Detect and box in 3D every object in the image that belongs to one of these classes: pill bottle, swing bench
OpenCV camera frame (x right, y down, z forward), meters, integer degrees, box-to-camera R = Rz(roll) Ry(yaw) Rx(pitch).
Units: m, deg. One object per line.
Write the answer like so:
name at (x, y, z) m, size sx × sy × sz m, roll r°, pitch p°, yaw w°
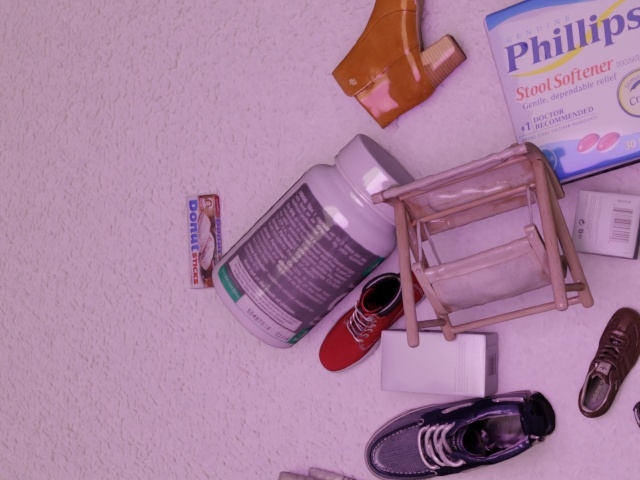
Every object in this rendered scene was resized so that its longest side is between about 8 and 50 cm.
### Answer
pill bottle at (0.000, 0.000, 1.720) m, size 0.361 × 0.204 × 0.204 m, roll -44°, pitch 73°, yaw 16°
swing bench at (0.246, 0.009, 1.514) m, size 0.253 × 0.165 × 0.255 m, roll -17°, pitch 80°, yaw 28°

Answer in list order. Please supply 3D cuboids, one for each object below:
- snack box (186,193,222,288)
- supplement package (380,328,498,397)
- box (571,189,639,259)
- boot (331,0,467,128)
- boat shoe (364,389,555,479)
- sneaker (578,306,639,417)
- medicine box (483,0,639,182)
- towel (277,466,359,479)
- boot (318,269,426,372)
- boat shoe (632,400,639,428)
snack box at (-0.222, 0.002, 1.909) m, size 0.064 × 0.022 × 0.178 m, roll -5°, pitch 86°, yaw 24°
supplement package at (0.202, 0.204, 1.681) m, size 0.179 × 0.105 × 0.105 m, roll 0°, pitch 88°, yaw 22°
box at (0.461, -0.025, 1.593) m, size 0.102 × 0.087 × 0.101 m, roll 8°, pitch 91°, yaw 23°
boot at (0.098, -0.364, 1.750) m, size 0.211 × 0.104 × 0.295 m, roll -35°, pitch 80°, yaw 17°
boat shoe at (0.208, 0.328, 1.643) m, size 0.340 × 0.158 × 0.127 m, roll -23°, pitch 79°, yaw 20°
sneaker at (0.466, 0.199, 1.590) m, size 0.066 × 0.071 × 0.188 m, roll 20°, pitch 96°, yaw 22°
medicine box at (0.431, -0.253, 1.567) m, size 0.263 × 0.149 × 0.289 m, roll -17°, pitch 86°, yaw 24°
towel at (0.054, 0.580, 1.763) m, size 0.324 × 0.056 × 0.312 m, roll 9°, pitch 94°, yaw 20°
boot at (0.066, 0.140, 1.702) m, size 0.244 × 0.176 × 0.088 m, roll -45°, pitch 74°, yaw 16°
boat shoe at (0.575, 0.344, 1.548) m, size 0.233 × 0.084 × 0.079 m, roll 58°, pitch 144°, yaw 7°
